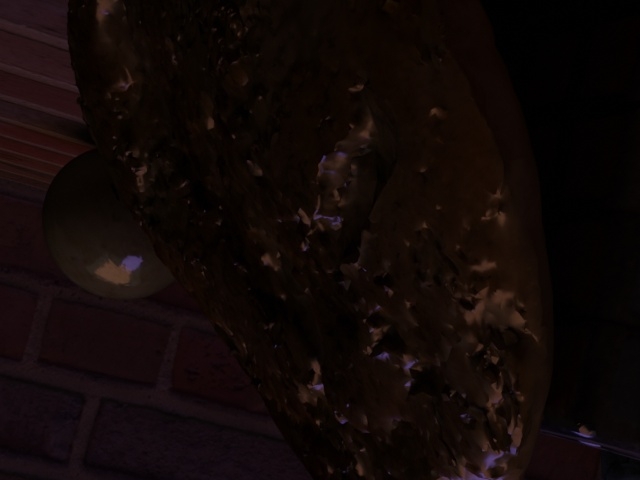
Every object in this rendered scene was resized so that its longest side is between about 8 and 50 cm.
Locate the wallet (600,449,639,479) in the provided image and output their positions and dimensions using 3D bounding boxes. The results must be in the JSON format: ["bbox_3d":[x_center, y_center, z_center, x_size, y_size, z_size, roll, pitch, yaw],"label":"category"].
[{"bbox_3d":[0.428,0.136,1.109,0.075,0.237,0.342,30,155,-37],"label":"wallet"}]

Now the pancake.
[{"bbox_3d":[-0.016,-0.031,0.514,0.065,0.356,0.356,-22,-169,-24],"label":"pancake"}]

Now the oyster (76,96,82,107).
[{"bbox_3d":[-0.132,-0.086,1.128,0.166,0.110,0.341,56,161,-22],"label":"oyster"}]

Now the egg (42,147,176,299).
[{"bbox_3d":[-0.294,-0.030,1.648,0.218,0.218,0.295,18,-178,-33],"label":"egg"}]

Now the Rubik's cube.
[{"bbox_3d":[0.176,-0.004,0.597,0.237,0.237,0.238,16,175,-25],"label":"Rubik's cube"}]
